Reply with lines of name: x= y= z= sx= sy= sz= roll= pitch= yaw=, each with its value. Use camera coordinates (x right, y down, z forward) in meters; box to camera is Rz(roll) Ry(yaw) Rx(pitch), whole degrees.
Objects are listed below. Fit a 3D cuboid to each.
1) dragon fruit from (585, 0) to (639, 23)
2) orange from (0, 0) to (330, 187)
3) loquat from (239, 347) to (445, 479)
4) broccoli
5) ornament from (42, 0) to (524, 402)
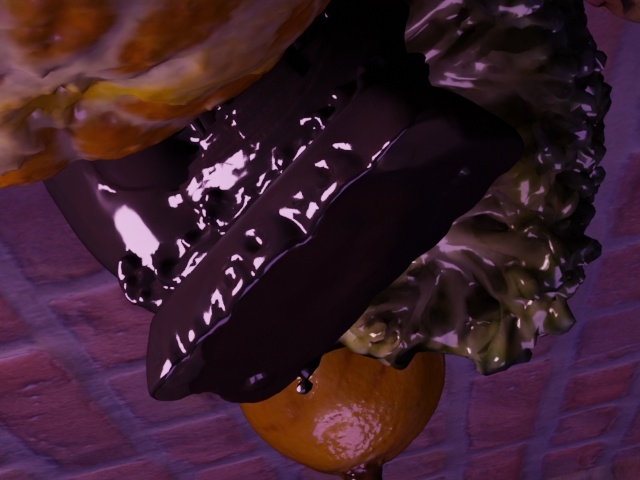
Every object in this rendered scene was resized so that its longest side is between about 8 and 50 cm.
dragon fruit: x=0.184 y=-0.229 z=0.591 sx=0.329 sy=0.329 sz=0.329 roll=-13 pitch=160 yaw=-5
orange: x=-0.139 y=-0.159 z=0.637 sx=0.329 sy=0.249 sz=0.329 roll=-7 pitch=164 yaw=-2
loquat: x=0.020 y=0.140 z=1.533 sx=0.213 sy=0.246 sz=0.213 roll=-12 pitch=163 yaw=-4
broccoli: x=0.026 y=-0.063 z=0.942 sx=0.281 sy=0.293 sz=0.348 roll=-2 pitch=156 yaw=-6
ornament: x=-0.057 y=-0.075 z=0.811 sx=0.251 sy=0.260 sz=0.106 roll=-43 pitch=155 yaw=26
